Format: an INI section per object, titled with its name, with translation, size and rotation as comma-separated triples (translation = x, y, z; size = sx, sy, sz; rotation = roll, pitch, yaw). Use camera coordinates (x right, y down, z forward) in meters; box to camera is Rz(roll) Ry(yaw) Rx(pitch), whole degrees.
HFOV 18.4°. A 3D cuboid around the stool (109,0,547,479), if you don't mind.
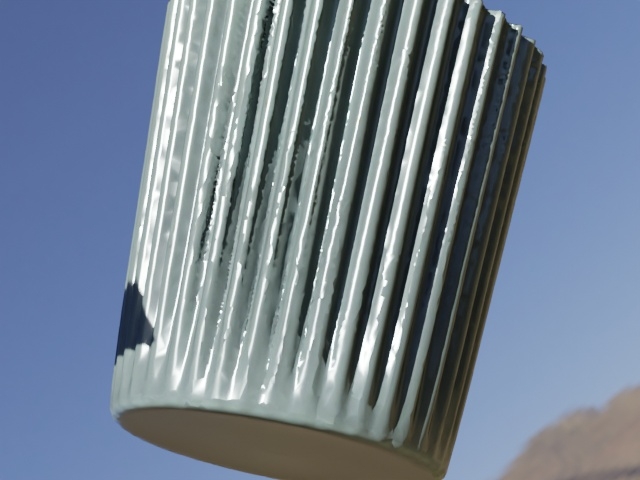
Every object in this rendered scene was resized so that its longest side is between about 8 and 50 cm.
[stool]
translation = 0.000, 0.000, 1.472
size = 0.297, 0.297, 0.330
rotation = 88, -168, -73
